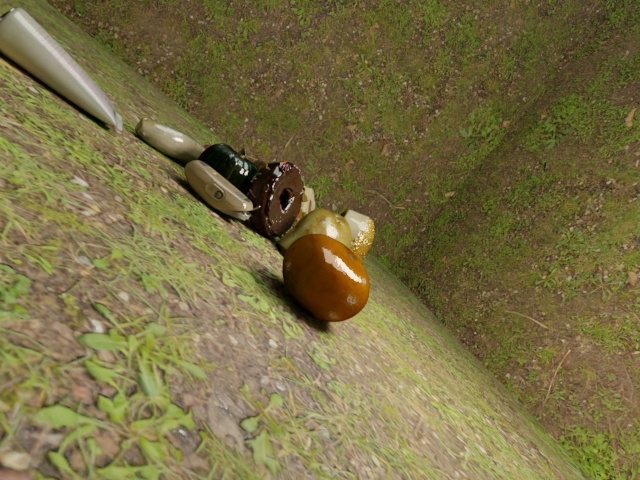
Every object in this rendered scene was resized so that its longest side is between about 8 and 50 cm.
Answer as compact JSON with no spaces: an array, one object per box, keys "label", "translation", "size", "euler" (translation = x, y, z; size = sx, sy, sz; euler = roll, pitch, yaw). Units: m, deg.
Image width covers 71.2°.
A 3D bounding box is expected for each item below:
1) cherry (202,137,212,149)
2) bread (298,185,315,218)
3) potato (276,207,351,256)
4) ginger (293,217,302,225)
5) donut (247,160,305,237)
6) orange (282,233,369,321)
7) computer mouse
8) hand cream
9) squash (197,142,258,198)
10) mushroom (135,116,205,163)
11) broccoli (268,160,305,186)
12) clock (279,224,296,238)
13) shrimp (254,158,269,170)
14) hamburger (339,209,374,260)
[{"label":"cherry","translation":[-0.452,-0.343,1.848],"size":[0.106,0.087,0.126],"euler":[44,22,-32]},{"label":"bread","translation":[-0.074,-0.159,2.088],"size":[0.224,0.211,0.183],"euler":[36,-18,33]},{"label":"potato","translation":[0.000,0.000,1.541],"size":[0.285,0.242,0.242],"euler":[29,12,-45]},{"label":"ginger","translation":[-0.177,-0.153,1.966],"size":[0.294,0.131,0.086],"euler":[42,-29,15]},{"label":"donut","translation":[-0.151,-0.140,1.496],"size":[0.103,0.269,0.270],"euler":[17,-2,21]},{"label":"orange","translation":[0.010,0.094,1.105],"size":[0.240,0.171,0.240],"euler":[41,19,-18]},{"label":"computer mouse","translation":[-0.305,-0.144,1.329],"size":[0.236,0.082,0.145],"euler":[41,6,-7]},{"label":"hand cream","translation":[-0.676,-0.433,1.178],"size":[0.359,0.118,0.185],"euler":[45,0,-34]},{"label":"squash","translation":[-0.305,-0.226,1.492],"size":[0.218,0.172,0.218],"euler":[22,-15,6]},{"label":"mushroom","translation":[-0.474,-0.313,1.530],"size":[0.123,0.095,0.351],"euler":[21,-4,29]},{"label":"broccoli","translation":[-0.202,-0.274,2.253],"size":[0.261,0.242,0.269],"euler":[64,12,-56]},{"label":"clock","translation":[-0.113,-0.029,1.764],"size":[0.237,0.057,0.237],"euler":[38,7,-6]},{"label":"shrimp","translation":[-0.202,-0.205,1.790],"size":[0.168,0.077,0.317],"euler":[40,-24,17]},{"label":"hamburger","translation":[0.117,0.012,1.838],"size":[0.179,0.276,0.294],"euler":[28,12,-3]}]
